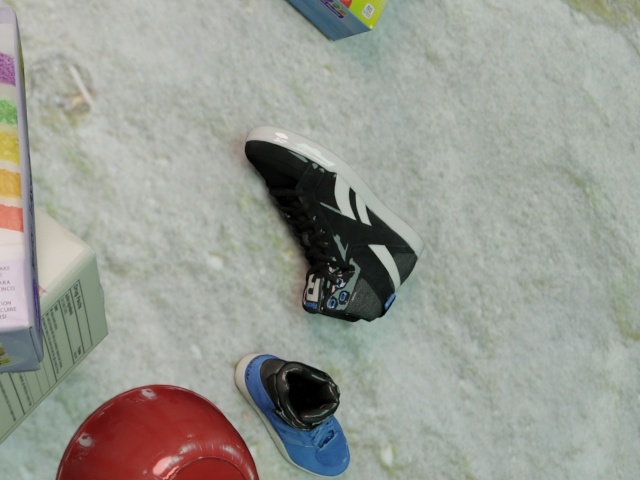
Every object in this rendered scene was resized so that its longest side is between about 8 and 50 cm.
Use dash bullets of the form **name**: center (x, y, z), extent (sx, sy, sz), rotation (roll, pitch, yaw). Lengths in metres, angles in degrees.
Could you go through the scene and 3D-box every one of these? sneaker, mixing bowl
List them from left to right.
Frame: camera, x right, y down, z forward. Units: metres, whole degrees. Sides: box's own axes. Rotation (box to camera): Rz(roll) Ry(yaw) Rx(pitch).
- **mixing bowl**: center (-0.118, 0.214, 0.966), extent (0.181, 0.098, 0.182), rotation (1, 89, -33)
- **sneaker**: center (-0.007, 0.163, 1.048), extent (0.058, 0.084, 0.152), rotation (-46, 114, -25)
- **sneaker**: center (0.000, 0.000, 1.056), extent (0.217, 0.079, 0.121), rotation (37, 69, -30)

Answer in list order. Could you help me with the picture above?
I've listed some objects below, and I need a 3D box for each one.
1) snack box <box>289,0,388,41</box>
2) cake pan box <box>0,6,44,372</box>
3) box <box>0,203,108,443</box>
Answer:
- **snack box**: center (0.015, -0.321, 1.073), extent (0.174, 0.070, 0.207), rotation (37, 69, -28)
- **cake pan box**: center (-0.317, -0.028, 0.739), extent (0.266, 0.070, 0.246), rotation (-4, 61, -9)
- **box**: center (-0.274, 0.080, 0.808), extent (0.126, 0.149, 0.232), rotation (36, 64, 12)
